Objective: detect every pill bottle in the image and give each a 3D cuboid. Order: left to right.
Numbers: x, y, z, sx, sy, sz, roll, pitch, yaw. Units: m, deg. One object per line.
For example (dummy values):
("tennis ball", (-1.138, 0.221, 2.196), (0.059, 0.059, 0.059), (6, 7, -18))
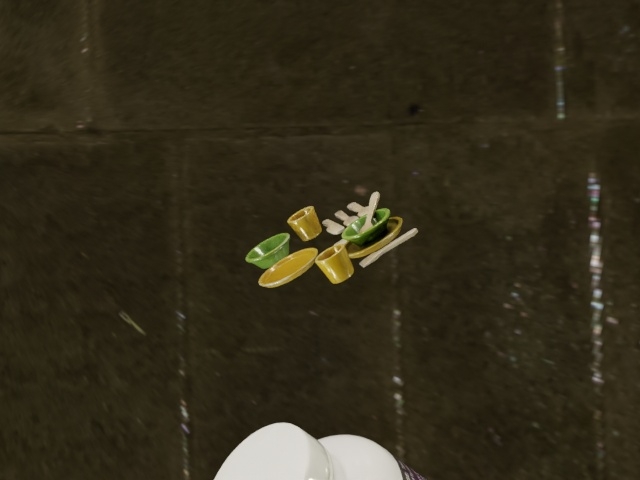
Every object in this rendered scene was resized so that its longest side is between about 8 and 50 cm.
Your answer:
("pill bottle", (0.052, 0.293, 1.320), (0.323, 0.181, 0.181), (39, 84, -30))

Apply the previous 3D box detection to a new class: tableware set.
("tableware set", (0.000, 0.000, 1.047), (0.104, 0.154, 0.024), (-32, 106, -8))
